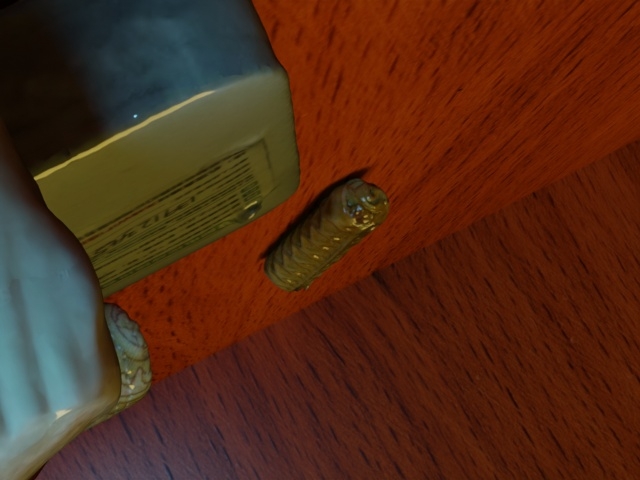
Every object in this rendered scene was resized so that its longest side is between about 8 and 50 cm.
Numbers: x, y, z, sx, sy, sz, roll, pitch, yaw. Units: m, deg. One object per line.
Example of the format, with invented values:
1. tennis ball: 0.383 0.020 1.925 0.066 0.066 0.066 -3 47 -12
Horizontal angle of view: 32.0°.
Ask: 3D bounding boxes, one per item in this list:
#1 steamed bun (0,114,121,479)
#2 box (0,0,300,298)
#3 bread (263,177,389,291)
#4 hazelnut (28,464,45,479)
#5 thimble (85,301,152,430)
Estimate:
1. steamed bun: -0.276 0.057 0.343 0.383 0.247 0.236 -22 168 -42
2. box: -0.203 -0.008 0.691 0.396 0.111 0.396 -27 173 -4
3. bread: 0.001 -0.001 1.578 0.367 0.084 0.077 -41 -153 64
4. hazelnut: -0.438 0.267 1.472 0.204 0.178 0.178 -19 176 22
5. thimble: -0.298 0.166 1.351 0.143 0.137 0.190 -26 157 -34
